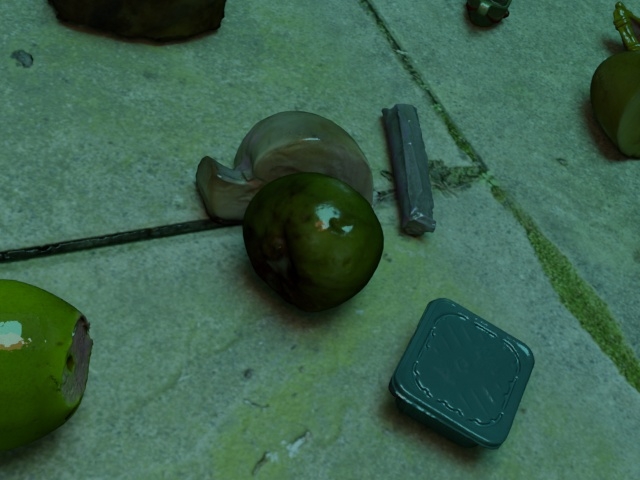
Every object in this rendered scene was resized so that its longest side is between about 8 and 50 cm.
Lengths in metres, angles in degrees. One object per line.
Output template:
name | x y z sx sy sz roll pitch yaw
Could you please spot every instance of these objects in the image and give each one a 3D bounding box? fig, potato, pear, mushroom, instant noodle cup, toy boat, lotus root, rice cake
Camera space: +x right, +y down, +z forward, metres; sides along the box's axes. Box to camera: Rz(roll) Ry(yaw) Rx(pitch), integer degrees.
fig | 0.000 0.000 1.289 0.181 0.181 0.191 47 28 21
potato | 0.544 -0.254 1.742 0.203 0.178 0.158 -27 45 -9
pear | -0.353 0.128 1.043 0.219 0.187 0.188 2 48 -1
mushroom | -0.044 -0.127 1.387 0.236 0.173 0.162 2 47 -19
instant noodle cup | 0.172 0.176 1.272 0.157 0.070 0.179 30 46 4
toy boat | 0.314 -0.446 1.872 0.089 0.071 0.185 29 46 3
lotus root | -0.309 -0.473 1.643 0.390 0.111 0.375 38 43 16
toy boat | 0.667 -0.327 1.885 0.318 0.099 0.141 38 45 18
rice cake | 0.132 -0.114 1.527 0.055 0.049 0.270 23 42 -31
